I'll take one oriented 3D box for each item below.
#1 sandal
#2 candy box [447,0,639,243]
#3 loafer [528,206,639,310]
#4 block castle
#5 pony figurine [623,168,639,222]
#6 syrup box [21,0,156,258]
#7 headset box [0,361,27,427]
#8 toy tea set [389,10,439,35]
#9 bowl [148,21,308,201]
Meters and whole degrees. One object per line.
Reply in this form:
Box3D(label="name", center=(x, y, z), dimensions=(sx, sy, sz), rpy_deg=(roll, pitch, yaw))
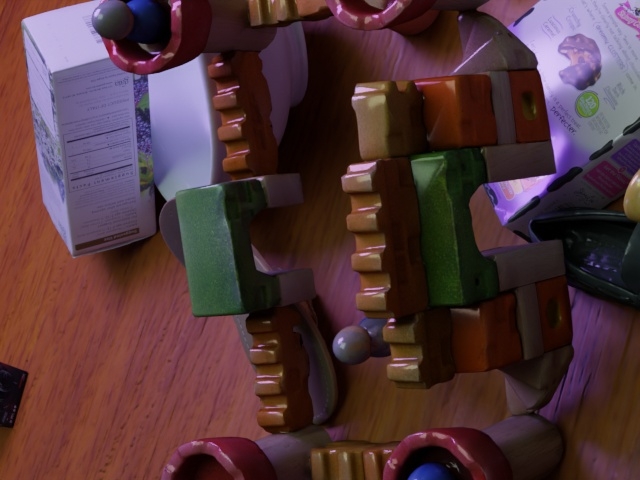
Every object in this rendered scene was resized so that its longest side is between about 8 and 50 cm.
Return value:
Box3D(label="sandal", center=(-0.041, 0.047, 1.383), dimensions=(0.240, 0.079, 0.088), rpy_deg=(51, 129, 10))
Box3D(label="candy box", center=(0.210, -0.116, 1.254), dimensions=(0.196, 0.070, 0.165), rpy_deg=(-38, 50, 22))
Box3D(label="loafer", center=(0.252, 0.021, 1.149), dimensions=(0.223, 0.078, 0.076), rpy_deg=(15, 81, 43))
Box3D(label="block castle", center=(0.000, 0.000, 1.165), dimensions=(0.303, 0.213, 0.453), rpy_deg=(-6, 92, 35))
Box3D(label="pony figurine", center=(0.355, 0.019, 0.875), dimensions=(0.303, 0.351, 0.363), rpy_deg=(-38, 54, -25))
Box3D(label="syrup box", center=(-0.223, -0.106, 1.507), dimensions=(0.096, 0.237, 0.093), rpy_deg=(-17, 46, -18))
Box3D(label="headset box", center=(-0.350, 0.152, 1.593), dimensions=(0.032, 0.083, 0.062), rpy_deg=(0, 70, 41))
Box3D(label="toy tea set", center=(0.123, -0.347, 1.397), dimensions=(0.200, 0.124, 0.336), rpy_deg=(7, 75, 42))
Box3D(label="bowl", center=(-0.101, -0.181, 1.462), dimensions=(0.134, 0.298, 0.298), rpy_deg=(-17, 46, -20))
